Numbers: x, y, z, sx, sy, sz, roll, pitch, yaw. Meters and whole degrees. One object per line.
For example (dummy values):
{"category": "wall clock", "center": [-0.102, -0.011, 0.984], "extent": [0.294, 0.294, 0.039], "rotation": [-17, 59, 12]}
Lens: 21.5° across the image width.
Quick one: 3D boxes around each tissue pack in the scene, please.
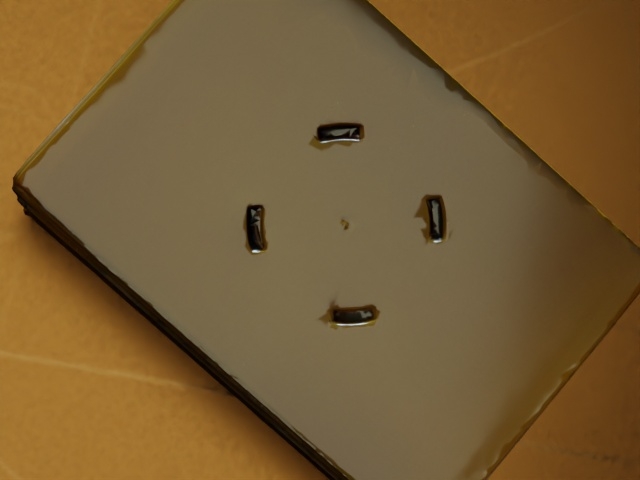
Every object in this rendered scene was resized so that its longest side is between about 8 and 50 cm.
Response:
{"category": "tissue pack", "center": [0.000, 0.000, 0.896], "extent": [0.274, 0.145, 0.194], "rotation": [42, 78, -3]}
